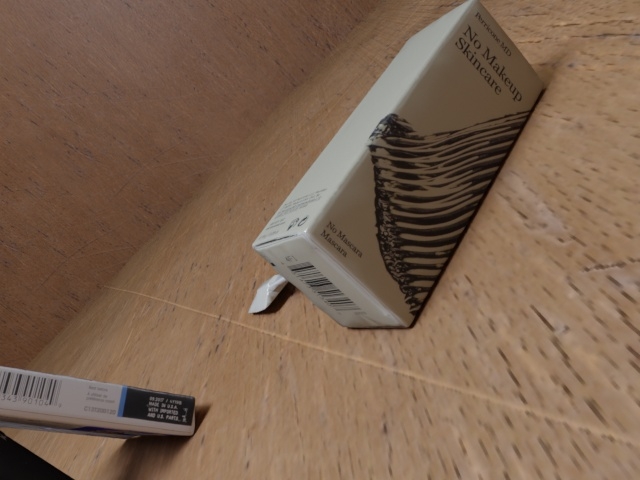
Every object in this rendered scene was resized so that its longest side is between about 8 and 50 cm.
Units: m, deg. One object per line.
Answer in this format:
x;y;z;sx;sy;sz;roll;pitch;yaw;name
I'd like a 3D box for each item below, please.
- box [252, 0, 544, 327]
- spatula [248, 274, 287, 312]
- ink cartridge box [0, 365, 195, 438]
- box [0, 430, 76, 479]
0.074;-0.066;0.475;0.275;0.113;0.094;-56;20;-24;box
0.000;0.000;0.616;0.168;0.019;0.242;-50;9;-27;spatula
-0.265;0.175;0.590;0.208;0.206;0.045;-27;52;49;ink cartridge box
-0.312;0.301;0.503;0.207;0.153;0.108;-52;18;-14;box
